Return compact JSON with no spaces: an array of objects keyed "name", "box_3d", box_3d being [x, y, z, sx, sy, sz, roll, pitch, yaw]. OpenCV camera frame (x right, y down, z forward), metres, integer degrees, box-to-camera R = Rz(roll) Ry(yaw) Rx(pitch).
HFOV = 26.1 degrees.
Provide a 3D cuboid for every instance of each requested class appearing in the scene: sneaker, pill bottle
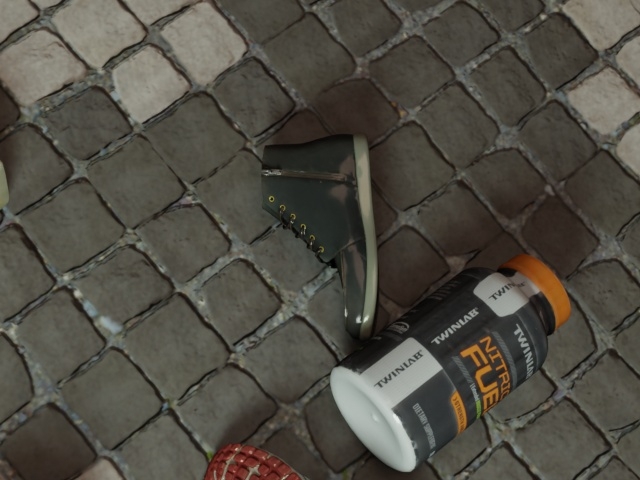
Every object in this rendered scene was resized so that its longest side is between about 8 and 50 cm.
[{"name":"sneaker","box_3d":[0.000,0.000,1.447,0.118,0.083,0.222,-5,74,2]},{"name":"sneaker","box_3d":[-0.016,0.276,1.335,0.225,0.093,0.088,31,86,16]},{"name":"pill bottle","box_3d":[0.140,0.113,1.396,0.245,0.130,0.130,-35,81,-21]}]

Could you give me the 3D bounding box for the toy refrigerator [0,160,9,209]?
[{"name":"toy refrigerator","box_3d":[-0.438,-0.002,1.334,0.102,0.094,0.269,41,66,12]}]
